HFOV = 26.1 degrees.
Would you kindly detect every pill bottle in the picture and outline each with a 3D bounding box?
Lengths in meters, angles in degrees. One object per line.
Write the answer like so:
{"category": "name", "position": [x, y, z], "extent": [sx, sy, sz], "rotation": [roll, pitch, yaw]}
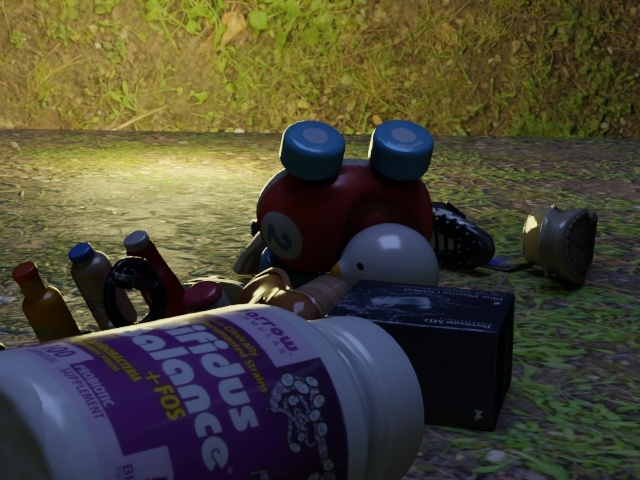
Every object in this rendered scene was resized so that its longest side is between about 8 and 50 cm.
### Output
{"category": "pill bottle", "position": [-0.078, 0.130, 0.864], "extent": [0.169, 0.169, 0.301], "rotation": [12, 15, 43]}

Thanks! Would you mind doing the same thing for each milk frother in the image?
{"category": "milk frother", "position": [-0.127, 0.090, 1.137], "extent": [0.134, 0.143, 0.129], "rotation": [4, 3, 22]}

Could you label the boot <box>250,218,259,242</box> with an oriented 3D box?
{"category": "boot", "position": [-0.047, 0.003, 1.884], "extent": [0.099, 0.045, 0.121], "rotation": [-1, 18, -3]}

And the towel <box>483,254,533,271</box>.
{"category": "towel", "position": [0.246, 0.029, 1.895], "extent": [0.083, 0.009, 0.060], "rotation": [12, 15, 42]}

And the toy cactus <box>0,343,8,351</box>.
{"category": "toy cactus", "position": [-0.295, 0.105, 1.056], "extent": [0.112, 0.219, 0.180], "rotation": [-19, -22, -24]}

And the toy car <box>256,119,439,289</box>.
{"category": "toy car", "position": [0.047, 0.018, 1.556], "extent": [0.210, 0.219, 0.238], "rotation": [-1, 40, -16]}

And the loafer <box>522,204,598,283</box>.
{"category": "loafer", "position": [0.313, 0.003, 1.836], "extent": [0.092, 0.102, 0.268], "rotation": [4, 1, 16]}

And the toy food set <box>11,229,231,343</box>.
{"category": "toy food set", "position": [-0.173, 0.059, 1.283], "extent": [0.232, 0.105, 0.111], "rotation": [8, 43, 40]}

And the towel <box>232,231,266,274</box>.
{"category": "towel", "position": [0.000, 0.000, 1.752], "extent": [0.197, 0.029, 0.144], "rotation": [-6, -26, -29]}

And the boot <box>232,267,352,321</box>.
{"category": "boot", "position": [-0.074, 0.087, 1.377], "extent": [0.152, 0.073, 0.197], "rotation": [-29, 7, -35]}

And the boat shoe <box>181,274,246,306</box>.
{"category": "boat shoe", "position": [-0.102, 0.063, 1.536], "extent": [0.133, 0.049, 0.042], "rotation": [6, 18, 41]}

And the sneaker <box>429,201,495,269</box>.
{"category": "sneaker", "position": [0.172, -0.015, 1.913], "extent": [0.106, 0.078, 0.234], "rotation": [-16, 17, -34]}

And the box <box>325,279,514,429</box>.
{"category": "box", "position": [0.093, 0.101, 1.265], "extent": [0.155, 0.093, 0.158], "rotation": [5, 12, 12]}
